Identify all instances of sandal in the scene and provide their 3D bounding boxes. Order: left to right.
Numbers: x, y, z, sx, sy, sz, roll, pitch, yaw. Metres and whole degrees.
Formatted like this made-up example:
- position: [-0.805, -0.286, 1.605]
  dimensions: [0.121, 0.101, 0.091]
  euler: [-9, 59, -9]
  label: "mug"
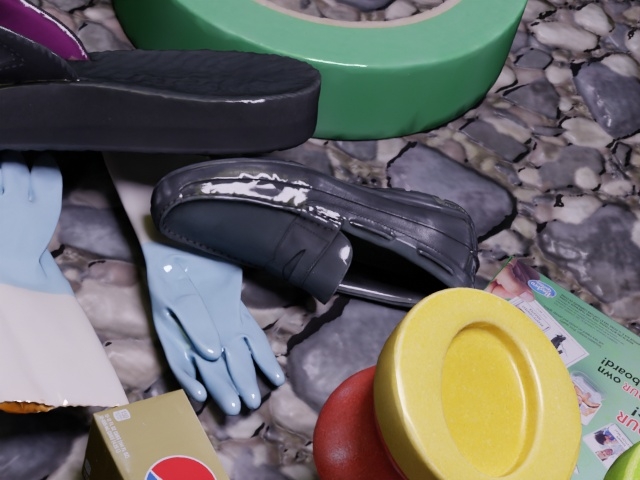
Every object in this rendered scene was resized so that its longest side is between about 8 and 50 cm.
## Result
- position: [-0.222, -0.124, 1.060]
  dimensions: [0.446, 0.107, 0.167]
  euler: [-1, 21, -9]
  label: "sandal"

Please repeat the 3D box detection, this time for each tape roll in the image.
- position: [0.000, -0.215, 1.267]
  dimensions: [0.321, 0.077, 0.321]
  euler: [7, 47, -8]
  label: "tape roll"

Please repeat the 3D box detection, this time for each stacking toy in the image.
- position: [0.111, 0.211, 0.863]
  dimensions: [0.280, 0.130, 0.309]
  euler: [23, 55, -26]
  label: "stacking toy"

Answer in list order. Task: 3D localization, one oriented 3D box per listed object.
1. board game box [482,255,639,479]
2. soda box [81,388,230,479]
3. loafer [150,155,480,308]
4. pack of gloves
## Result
- position: [0.190, 0.162, 0.991]
  dimensions: [0.317, 0.046, 0.213]
  euler: [34, 49, 16]
  label: "board game box"
- position: [-0.069, 0.174, 0.897]
  dimensions: [0.058, 0.061, 0.181]
  euler: [-14, 53, -27]
  label: "soda box"
- position: [0.000, 0.000, 1.062]
  dimensions: [0.223, 0.076, 0.078]
  euler: [10, 51, -18]
  label: "loafer"
- position: [-0.136, 0.029, 1.038]
  dimensions: [0.195, 0.046, 0.232]
  euler: [7, 43, -30]
  label: "pack of gloves"
